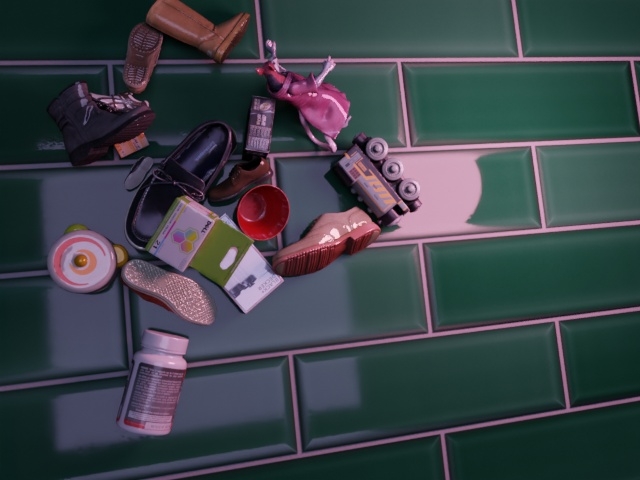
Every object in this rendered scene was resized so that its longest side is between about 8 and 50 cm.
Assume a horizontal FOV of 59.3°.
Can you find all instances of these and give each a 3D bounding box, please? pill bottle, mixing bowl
[{"bbox_3d":[-0.495,0.421,1.682,0.162,0.161,0.283,15,81,-11],"label":"pill bottle"},{"bbox_3d":[-0.202,-0.098,1.820,0.182,0.098,0.181,-9,108,-29],"label":"mixing bowl"}]

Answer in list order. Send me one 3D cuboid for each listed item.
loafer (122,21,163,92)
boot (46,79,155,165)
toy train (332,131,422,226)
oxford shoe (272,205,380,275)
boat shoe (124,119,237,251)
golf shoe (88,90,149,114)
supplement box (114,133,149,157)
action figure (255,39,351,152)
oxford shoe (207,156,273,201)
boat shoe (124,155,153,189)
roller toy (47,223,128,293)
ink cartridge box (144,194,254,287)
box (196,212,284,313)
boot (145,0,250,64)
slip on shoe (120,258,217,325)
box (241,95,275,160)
[{"bbox_3d":[-0.580,-0.586,1.809,0.102,0.092,0.268,19,64,-18],"label":"loafer"},{"bbox_3d":[-0.673,-0.384,1.683,0.338,0.118,0.222,-23,92,19],"label":"boot"},{"bbox_3d":[0.195,-0.204,1.923,0.190,0.142,0.334,-40,95,-1],"label":"toy train"},{"bbox_3d":[0.000,0.000,1.853,0.397,0.140,0.146,-20,61,-28],"label":"oxford shoe"},{"bbox_3d":[-0.440,-0.186,1.764,0.187,0.156,0.500,38,79,-8],"label":"boat shoe"},{"bbox_3d":[-0.646,-0.437,1.792,0.198,0.077,0.093,20,69,-17],"label":"golf shoe"},{"bbox_3d":[-0.606,-0.313,1.789,0.099,0.036,0.062,-30,114,-14],"label":"supplement box"},{"bbox_3d":[-0.081,-0.473,1.809,0.370,0.248,0.275,9,105,-49],"label":"action figure"},{"bbox_3d":[-0.273,-0.204,1.818,0.227,0.096,0.082,-32,49,-4],"label":"oxford shoe"},{"bbox_3d":[-0.586,-0.219,1.793,0.125,0.038,0.046,-57,139,-7],"label":"boat shoe"},{"bbox_3d":[-0.702,0.066,1.680,0.209,0.146,0.191,30,79,-9],"label":"roller toy"},{"bbox_3d":[-0.357,0.011,1.681,0.255,0.097,0.188,33,97,-5],"label":"ink cartridge box"},{"bbox_3d":[-0.273,0.075,1.806,0.169,0.087,0.290,-40,94,-13],"label":"box"},{"bbox_3d":[-0.395,-0.731,1.852,0.270,0.089,0.236,30,61,-4],"label":"boot"},{"bbox_3d":[-0.468,0.164,1.747,0.331,0.101,0.122,32,61,-23],"label":"slip on shoe"},{"bbox_3d":[-0.203,-0.359,1.837,0.078,0.147,0.180,8,82,-11],"label":"box"}]
